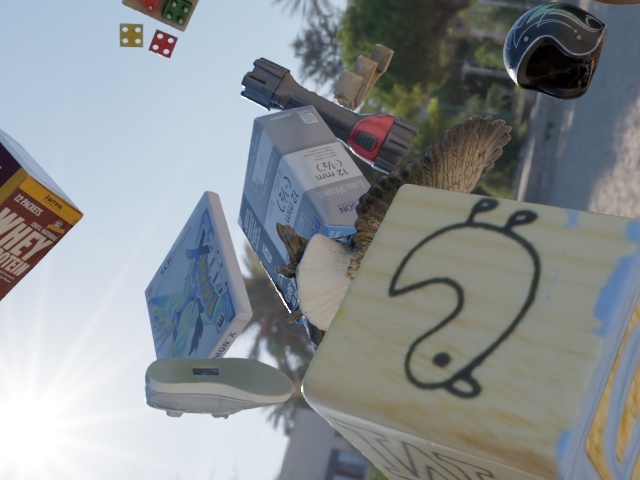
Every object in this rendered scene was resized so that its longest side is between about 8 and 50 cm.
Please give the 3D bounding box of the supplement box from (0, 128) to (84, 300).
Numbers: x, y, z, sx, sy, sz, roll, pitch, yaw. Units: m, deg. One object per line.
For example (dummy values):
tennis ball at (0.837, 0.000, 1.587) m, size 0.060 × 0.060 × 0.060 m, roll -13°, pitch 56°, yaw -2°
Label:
supplement box at (-0.475, -0.046, 1.241) m, size 0.191 × 0.194 × 0.129 m, roll -46°, pitch -31°, yaw -3°

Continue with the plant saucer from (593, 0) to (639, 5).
plant saucer at (0.608, -0.554, 1.651) m, size 0.310 × 0.311 × 0.050 m, roll 78°, pitch -173°, yaw -65°

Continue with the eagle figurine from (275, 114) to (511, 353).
eagle figurine at (0.104, 0.007, 1.017) m, size 0.226 × 0.298 × 0.225 m, roll 61°, pitch -162°, yaw -52°

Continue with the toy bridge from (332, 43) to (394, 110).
toy bridge at (0.046, -0.187, 1.068) m, size 0.063 × 0.026 × 0.188 m, roll -66°, pitch -6°, yaw 27°

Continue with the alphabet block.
alphabet block at (0.138, 0.094, 0.659) m, size 0.192 × 0.197 × 0.193 m, roll -62°, pitch -39°, yaw -23°

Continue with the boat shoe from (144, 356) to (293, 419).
boat shoe at (-0.159, 0.232, 1.380) m, size 0.079 × 0.228 × 0.081 m, roll -103°, pitch 24°, yaw -52°

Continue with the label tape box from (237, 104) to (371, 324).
label tape box at (0.000, 0.000, 1.393) m, size 0.347 × 0.115 × 0.249 m, roll 59°, pitch 151°, yaw 31°

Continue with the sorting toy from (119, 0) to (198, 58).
sorting toy at (-0.297, -0.473, 1.717) m, size 0.274 × 0.132 × 0.046 m, roll -59°, pitch 24°, yaw 21°

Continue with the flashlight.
flashlight at (0.017, -0.219, 1.550) m, size 0.103 × 0.304 × 0.103 m, roll -61°, pitch -3°, yaw -24°

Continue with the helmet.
helmet at (0.412, -0.342, 1.596) m, size 0.169 × 0.162 × 0.169 m, roll -55°, pitch -23°, yaw -38°

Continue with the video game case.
video game case at (-0.244, 0.118, 1.715) m, size 0.300 × 0.036 × 0.329 m, roll -54°, pitch 38°, yaw 30°
